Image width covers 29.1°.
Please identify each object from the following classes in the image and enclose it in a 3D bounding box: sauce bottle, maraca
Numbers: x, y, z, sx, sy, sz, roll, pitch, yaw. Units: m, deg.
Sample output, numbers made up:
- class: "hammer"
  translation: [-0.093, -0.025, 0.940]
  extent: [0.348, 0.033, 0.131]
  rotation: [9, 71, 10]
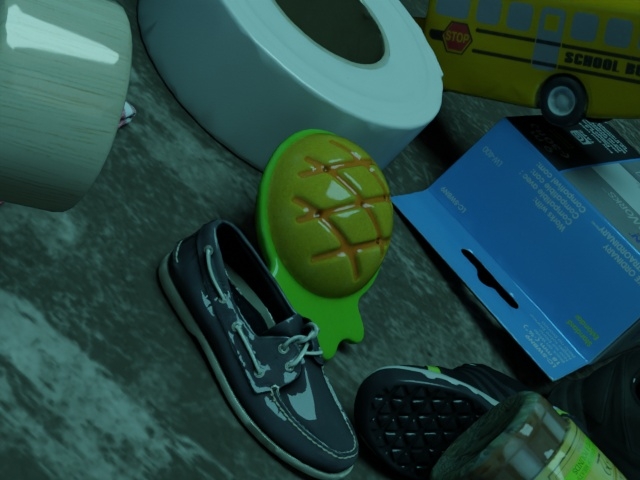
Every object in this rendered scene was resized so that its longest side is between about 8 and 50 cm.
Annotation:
- class: "sauce bottle"
  translation: [0.228, 0.259, 0.867]
  extent: [0.344, 0.111, 0.111]
  rotation: [46, 32, -3]
- class: "maraca"
  translation: [0.000, 0.000, 0.970]
  extent: [0.127, 0.099, 0.186]
  rotation: [22, 65, -29]

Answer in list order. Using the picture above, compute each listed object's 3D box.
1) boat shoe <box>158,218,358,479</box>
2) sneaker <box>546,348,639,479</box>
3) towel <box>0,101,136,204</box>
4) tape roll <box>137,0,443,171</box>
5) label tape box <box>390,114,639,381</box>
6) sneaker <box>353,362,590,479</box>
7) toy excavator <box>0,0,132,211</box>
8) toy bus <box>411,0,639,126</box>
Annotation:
- class: "boat shoe"
  translation: [-0.035, 0.075, 0.869]
  extent: [0.206, 0.065, 0.075]
  rotation: [53, 33, 11]
- class: "sneaker"
  translation: [0.276, 0.209, 1.012]
  extent: [0.109, 0.130, 0.286]
  rotation: [22, 40, -35]
- class: "towel"
  translation: [-0.227, -0.113, 0.895]
  extent: [0.144, 0.029, 0.197]
  rotation: [45, 32, -2]
- class: "tape roll"
  translation: [-0.023, -0.182, 1.138]
  extent: [0.286, 0.100, 0.286]
  rotation: [29, 35, -23]
- class: "label tape box"
  translation: [0.259, -0.010, 1.234]
  extent: [0.240, 0.106, 0.333]
  rotation: [49, 31, 21]
- class: "sneaker"
  translation: [0.108, 0.139, 0.973]
  extent: [0.234, 0.084, 0.097]
  rotation: [21, 15, -34]
- class: "toy excavator"
  translation: [-0.217, -0.242, 0.855]
  extent: [0.222, 0.433, 0.445]
  rotation: [12, 85, -32]
- class: "toy bus"
  translation: [0.210, -0.192, 1.233]
  extent: [0.332, 0.130, 0.108]
  rotation: [16, 16, 31]
